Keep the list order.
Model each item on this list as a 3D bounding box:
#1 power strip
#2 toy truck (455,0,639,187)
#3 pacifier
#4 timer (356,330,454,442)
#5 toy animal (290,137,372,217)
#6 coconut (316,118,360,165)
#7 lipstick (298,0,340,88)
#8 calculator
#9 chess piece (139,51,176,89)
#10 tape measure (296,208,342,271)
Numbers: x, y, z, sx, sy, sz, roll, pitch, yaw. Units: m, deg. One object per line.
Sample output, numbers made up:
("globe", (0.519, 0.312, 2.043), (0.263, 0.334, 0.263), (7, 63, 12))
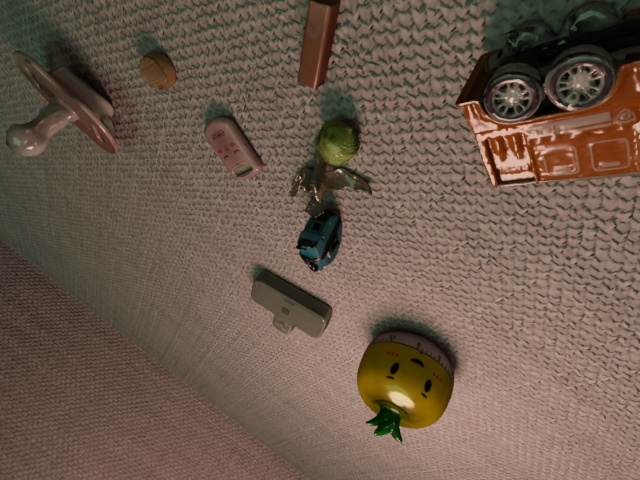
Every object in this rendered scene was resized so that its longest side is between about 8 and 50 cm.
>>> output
("power strip", (-0.102, 0.222, 1.306), (0.265, 0.059, 0.193), (29, 134, 10))
("toy truck", (0.397, -0.184, 0.508), (0.388, 0.173, 0.206), (-1, 133, 39))
("pacifier", (-0.687, -0.342, 1.085), (0.332, 0.273, 0.220), (41, 123, -6))
("timer", (0.211, 0.414, 1.107), (0.285, 0.285, 0.285), (19, 136, 20))
("toy animal", (-0.003, -0.135, 0.885), (0.219, 0.095, 0.155), (8, 136, 28))
("coconut", (0.035, -0.196, 0.811), (0.088, 0.088, 0.096), (42, 144, -6))
("lipstick", (-0.005, -0.349, 0.725), (0.045, 0.045, 0.145), (28, 138, 12))
("calculator", (-0.211, -0.219, 0.997), (0.100, 0.032, 0.175), (-13, 119, 41))
("chess piece", (-0.377, -0.393, 0.950), (0.084, 0.038, 0.083), (17, 135, 18))
("tape measure", (0.000, 0.000, 0.977), (0.081, 0.146, 0.125), (14, 151, 23))
